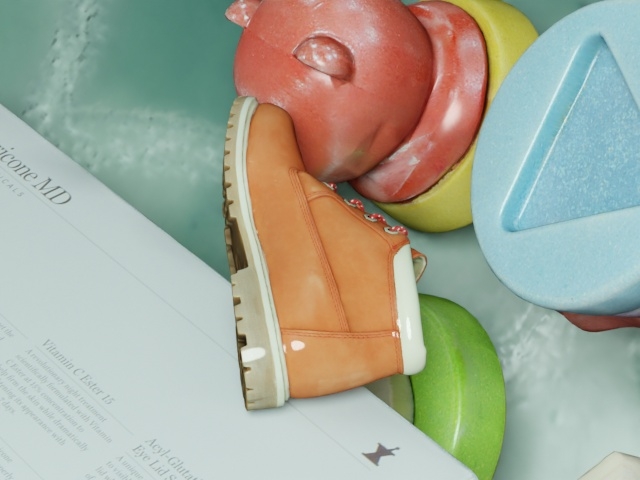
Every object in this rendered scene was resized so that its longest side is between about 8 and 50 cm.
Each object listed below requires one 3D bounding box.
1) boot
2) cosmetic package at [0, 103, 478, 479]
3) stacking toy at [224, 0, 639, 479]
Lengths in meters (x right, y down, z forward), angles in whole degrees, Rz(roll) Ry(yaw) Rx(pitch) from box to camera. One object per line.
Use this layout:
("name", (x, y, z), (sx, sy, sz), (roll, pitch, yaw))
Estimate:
("boot", (0.000, 0.000, 0.851), (0.085, 0.059, 0.158), (-8, 53, -3))
("cosmetic package", (-0.160, 0.099, 0.864), (0.284, 0.097, 0.377), (-30, 46, -26))
("stacking toy", (0.054, 0.015, 0.874), (0.309, 0.130, 0.279), (17, 88, 51))
